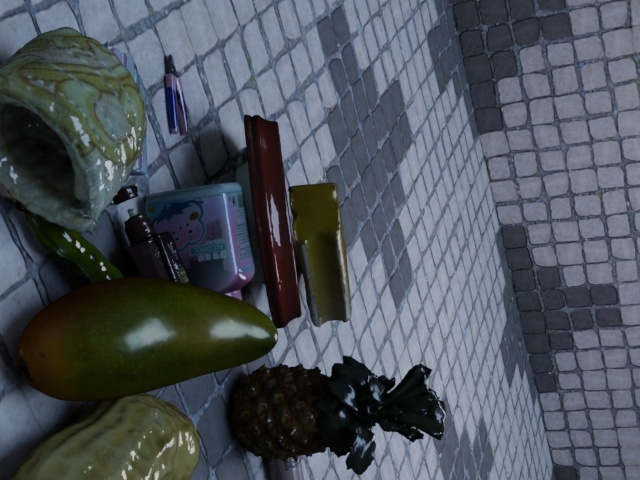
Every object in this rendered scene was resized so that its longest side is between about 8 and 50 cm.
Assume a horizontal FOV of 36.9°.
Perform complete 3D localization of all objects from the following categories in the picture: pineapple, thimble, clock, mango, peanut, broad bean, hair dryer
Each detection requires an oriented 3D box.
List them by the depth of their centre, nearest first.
[{"bbox_3d":[-0.265,-0.114,1.009,0.191,0.137,0.143,58,30,-23],"label":"thimble"},{"bbox_3d":[-0.223,0.247,1.039,0.305,0.146,0.147,-38,119,-69],"label":"peanut"},{"bbox_3d":[-0.191,0.106,1.058,0.289,0.146,0.129,3,68,-45],"label":"mango"},{"bbox_3d":[-0.259,0.040,1.099,0.256,0.052,0.052,59,38,-44],"label":"broad bean"},{"bbox_3d":[0.026,0.251,1.380,0.141,0.309,0.170,44,45,-53],"label":"pineapple"},{"bbox_3d":[-0.083,-0.028,1.414,0.318,0.080,0.319,174,-90,-88],"label":"clock"},{"bbox_3d":[-0.077,0.429,1.418,0.220,0.053,0.195,-25,107,-65],"label":"hair dryer"}]

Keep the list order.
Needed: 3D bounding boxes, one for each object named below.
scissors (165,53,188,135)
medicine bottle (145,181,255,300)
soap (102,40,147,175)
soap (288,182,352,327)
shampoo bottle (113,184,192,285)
[{"bbox_3d":[-0.203,-0.204,1.346,0.039,0.012,0.113,-6,89,-67],"label":"scissors"},{"bbox_3d":[-0.152,0.023,1.263,0.094,0.119,0.188,-21,103,-76],"label":"medicine bottle"},{"bbox_3d":[-0.257,-0.155,1.153,0.100,0.056,0.149,14,72,-68],"label":"soap"},{"bbox_3d":[0.000,0.000,1.572,0.258,0.080,0.160,82,1,-45],"label":"soap"},{"bbox_3d":[-0.198,0.045,1.192,0.236,0.067,0.068,67,-12,-3],"label":"shampoo bottle"}]
